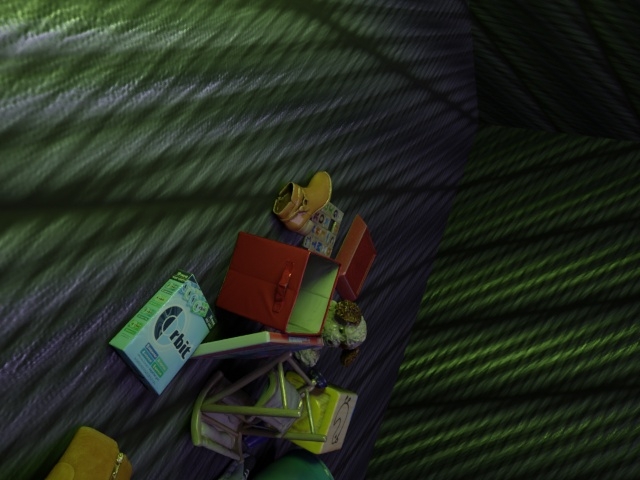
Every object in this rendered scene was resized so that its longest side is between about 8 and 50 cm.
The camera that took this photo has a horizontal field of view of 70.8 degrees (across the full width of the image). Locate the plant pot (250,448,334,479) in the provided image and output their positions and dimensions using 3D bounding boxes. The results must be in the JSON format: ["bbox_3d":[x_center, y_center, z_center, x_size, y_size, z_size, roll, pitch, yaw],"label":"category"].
[{"bbox_3d":[-0.123,0.781,1.295,0.255,0.271,0.272,2,103,-49],"label":"plant pot"}]

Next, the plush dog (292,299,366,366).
[{"bbox_3d":[0.030,0.246,1.324,0.210,0.225,0.262,-48,143,-42],"label":"plush dog"}]

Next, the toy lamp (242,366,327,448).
[{"bbox_3d":[-0.103,0.475,1.274,0.274,0.080,0.080,-34,138,-19],"label":"toy lamp"}]

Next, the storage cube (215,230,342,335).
[{"bbox_3d":[-0.091,0.103,1.049,0.215,0.193,0.184,26,80,-64],"label":"storage cube"}]

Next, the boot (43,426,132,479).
[{"bbox_3d":[-0.394,0.370,0.664,0.211,0.104,0.295,-97,169,-51],"label":"boot"}]

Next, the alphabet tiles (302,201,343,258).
[{"bbox_3d":[0.000,0.000,1.382,0.198,0.009,0.237,29,77,-63],"label":"alphabet tiles"}]

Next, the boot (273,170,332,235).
[{"bbox_3d":[-0.043,-0.119,1.166,0.152,0.073,0.197,40,65,-57],"label":"boot"}]

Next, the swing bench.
[{"bbox_3d":[-0.146,0.414,1.100,0.253,0.254,0.165,67,8,-53],"label":"swing bench"}]

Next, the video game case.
[{"bbox_3d":[-0.139,0.244,1.034,0.285,0.204,0.025,31,48,-63],"label":"video game case"}]

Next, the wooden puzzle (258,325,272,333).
[{"bbox_3d":[-0.150,0.250,1.221,0.083,0.006,0.049,-56,148,-33],"label":"wooden puzzle"}]

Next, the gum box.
[{"bbox_3d":[-0.290,0.175,0.866,0.184,0.041,0.157,-55,147,-37],"label":"gum box"}]

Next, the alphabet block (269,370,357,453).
[{"bbox_3d":[-0.020,0.538,1.423,0.197,0.193,0.192,41,65,-61],"label":"alphabet block"}]

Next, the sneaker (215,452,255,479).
[{"bbox_3d":[-0.212,0.661,1.177,0.228,0.132,0.086,-22,123,-58],"label":"sneaker"}]

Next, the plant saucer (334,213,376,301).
[{"bbox_3d":[0.131,0.078,1.640,0.259,0.047,0.258,-64,152,-22],"label":"plant saucer"}]
